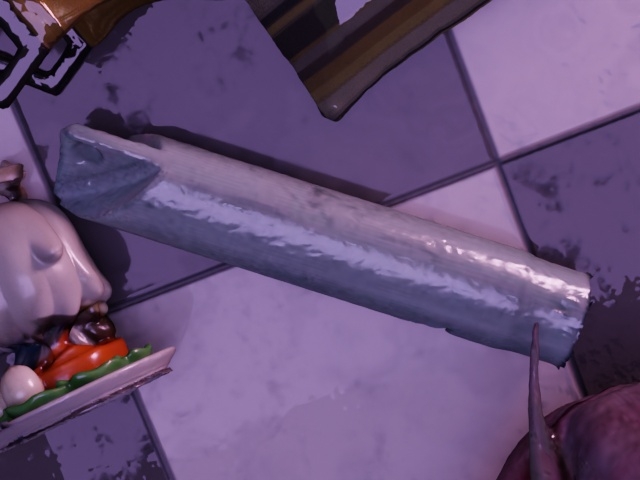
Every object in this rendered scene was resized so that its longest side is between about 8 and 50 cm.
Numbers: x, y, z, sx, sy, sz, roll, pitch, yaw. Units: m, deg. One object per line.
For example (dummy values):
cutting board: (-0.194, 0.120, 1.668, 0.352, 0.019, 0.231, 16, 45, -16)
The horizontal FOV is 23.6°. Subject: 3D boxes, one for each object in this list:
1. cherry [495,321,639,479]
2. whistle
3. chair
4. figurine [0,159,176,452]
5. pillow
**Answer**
cherry: (0.177, 0.186, 0.837, 0.266, 0.183, 0.213, 35, 96, -16)
whistle: (0.000, 0.000, 0.869, 0.312, 0.062, 0.062, 18, 99, -3)
chair: (-0.194, -0.140, 0.797, 0.247, 0.159, 0.172, 38, 96, -5)
figurine: (-0.168, 0.030, 0.852, 0.132, 0.132, 0.154, -26, 87, 5)
pillow: (0.027, -0.208, 0.837, 0.208, 0.052, 0.212, -35, 96, 8)
